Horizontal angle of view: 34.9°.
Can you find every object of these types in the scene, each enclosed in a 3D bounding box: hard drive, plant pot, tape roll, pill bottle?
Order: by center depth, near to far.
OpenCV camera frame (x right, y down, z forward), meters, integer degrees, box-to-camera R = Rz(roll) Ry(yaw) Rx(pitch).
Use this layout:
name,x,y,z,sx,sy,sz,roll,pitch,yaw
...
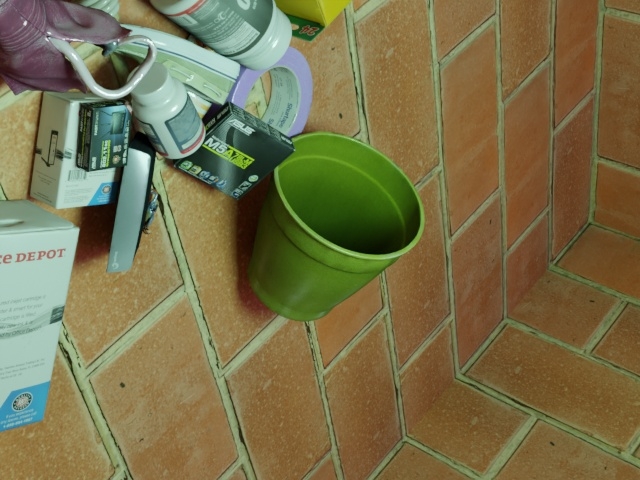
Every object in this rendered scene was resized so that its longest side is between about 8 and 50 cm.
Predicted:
name,x,y,z,sx,sy,sz,roll,pitch,yaw
pill bottle,-0.292,-0.245,1.906,0.108,0.108,0.180,-53,151,-20
pill bottle,-0.188,-0.454,1.985,0.283,0.161,0.161,29,86,-52
hard drive,-0.369,-0.074,2.003,0.172,0.054,0.254,-99,-158,-72
tape roll,-0.137,-0.304,2.241,0.275,0.090,0.274,-32,133,-41
plant pot,0.000,0.000,2.372,0.366,0.366,0.353,-29,160,-43

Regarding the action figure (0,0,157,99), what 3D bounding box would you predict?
name,x,y,z,sx,sy,sz,roll,pitch,yaw
action figure,-0.478,-0.333,1.591,0.248,0.276,0.370,-57,161,-3

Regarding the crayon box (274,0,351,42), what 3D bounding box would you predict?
name,x,y,z,sx,sy,sz,roll,pitch,yaw
crayon box,-0.008,-0.566,2.154,0.318,0.202,0.081,-51,144,-23

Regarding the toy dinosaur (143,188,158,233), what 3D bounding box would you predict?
name,x,y,z,sx,sy,sz,roll,pitch,yaw
toy dinosaur,-0.363,-0.066,2.135,0.090,0.047,0.082,120,-6,-74

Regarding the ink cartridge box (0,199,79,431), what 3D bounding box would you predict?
name,x,y,z,sx,sy,sz,roll,pitch,yaw
ink cartridge box,-0.609,0.138,1.775,0.285,0.166,0.394,-7,117,-54

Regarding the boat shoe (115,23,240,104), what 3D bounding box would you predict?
name,x,y,z,sx,sy,sz,roll,pitch,yaw
boat shoe,-0.282,-0.336,1.947,0.302,0.109,0.094,13,91,-40

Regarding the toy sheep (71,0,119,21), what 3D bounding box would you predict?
name,x,y,z,sx,sy,sz,roll,pitch,yaw
toy sheep,-0.399,-0.432,1.794,0.091,0.091,0.132,-54,132,-19

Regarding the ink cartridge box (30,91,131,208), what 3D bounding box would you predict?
name,x,y,z,sx,sy,sz,roll,pitch,yaw
ink cartridge box,-0.444,-0.171,1.888,0.148,0.086,0.203,-9,117,-53

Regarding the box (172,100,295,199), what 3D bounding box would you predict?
name,x,y,z,sx,sy,sz,roll,pitch,yaw
box,-0.182,-0.185,2.139,0.184,0.045,0.191,-36,137,26

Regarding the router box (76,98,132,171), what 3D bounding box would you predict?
name,x,y,z,sx,sy,sz,roll,pitch,yaw
router box,-0.390,-0.190,1.837,0.092,0.038,0.122,-17,122,-49

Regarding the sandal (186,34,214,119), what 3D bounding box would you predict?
name,x,y,z,sx,sy,sz,roll,pitch,yaw
sandal,-0.260,-0.308,2.072,0.102,0.076,0.265,14,98,-57
